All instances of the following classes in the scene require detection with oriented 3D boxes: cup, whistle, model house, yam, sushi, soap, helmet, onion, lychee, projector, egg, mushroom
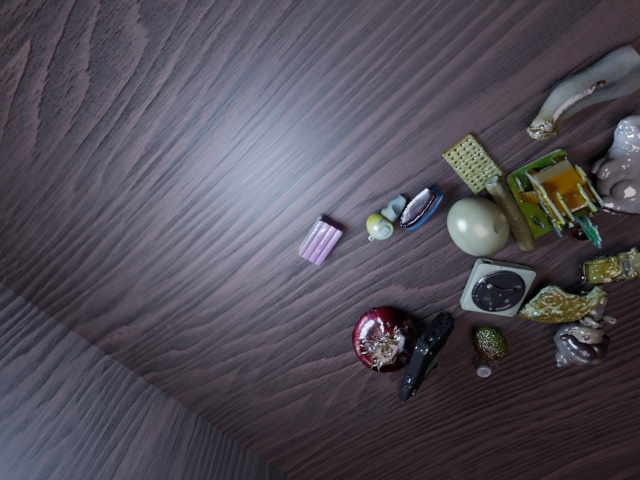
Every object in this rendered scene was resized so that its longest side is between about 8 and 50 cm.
[{"bbox_3d":[0.814,0.621,2.118,0.101,0.099,0.074,4,120,1],"label":"cup"},{"bbox_3d":[0.267,-0.093,1.760,0.122,0.123,0.223,34,96,-15],"label":"whistle"},{"bbox_3d":[0.901,-0.104,1.589,0.242,0.313,0.358,-25,116,19],"label":"model house"},{"bbox_3d":[0.769,-0.106,1.717,0.083,0.083,0.372,-30,117,18],"label":"yam"},{"bbox_3d":[1.247,0.098,1.794,0.290,0.131,0.139,-12,95,18],"label":"sushi"},{"bbox_3d":[0.000,0.000,1.835,0.122,0.066,0.203,29,117,-12],"label":"soap"},{"bbox_3d":[1.074,-0.038,1.758,0.111,0.057,0.089,-23,80,21],"label":"helmet"},{"bbox_3d":[0.297,0.451,1.995,0.313,0.232,0.315,0,96,0],"label":"onion"},{"bbox_3d":[0.796,0.482,2.015,0.170,0.171,0.171,1,119,2],"label":"lychee"},{"bbox_3d":[0.787,0.218,1.904,0.256,0.079,0.259,9,121,-3],"label":"projector"},{"bbox_3d":[0.621,-0.054,1.682,0.269,0.219,0.219,32,116,-17],"label":"egg"},{"bbox_3d":[0.904,-0.496,1.475,0.396,0.126,0.177,-27,123,13],"label":"mushroom"}]

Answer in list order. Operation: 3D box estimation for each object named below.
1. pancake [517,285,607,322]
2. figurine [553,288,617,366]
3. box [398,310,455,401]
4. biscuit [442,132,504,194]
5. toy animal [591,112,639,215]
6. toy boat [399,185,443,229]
[{"bbox_3d":[1.042,0.270,1.877,0.376,0.054,0.198,-18,112,33],"label":"pancake"},{"bbox_3d":[1.192,0.401,1.931,0.247,0.203,0.382,-2,107,-13],"label":"figurine"},{"bbox_3d":[0.485,0.528,1.953,0.090,0.359,0.351,28,123,27],"label":"box"},{"bbox_3d":[0.597,-0.296,1.664,0.139,0.016,0.231,-39,110,23],"label":"biscuit"},{"bbox_3d":[1.141,-0.273,1.561,0.257,0.194,0.358,13,112,7],"label":"toy animal"},{"bbox_3d":[0.408,-0.125,1.736,0.097,0.100,0.223,6,133,-44],"label":"toy boat"}]
